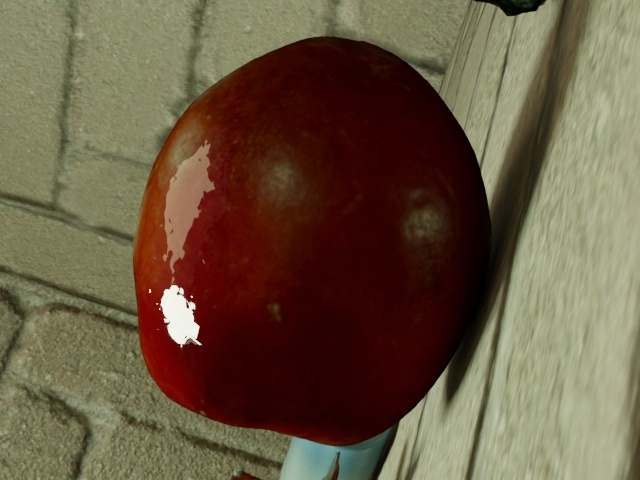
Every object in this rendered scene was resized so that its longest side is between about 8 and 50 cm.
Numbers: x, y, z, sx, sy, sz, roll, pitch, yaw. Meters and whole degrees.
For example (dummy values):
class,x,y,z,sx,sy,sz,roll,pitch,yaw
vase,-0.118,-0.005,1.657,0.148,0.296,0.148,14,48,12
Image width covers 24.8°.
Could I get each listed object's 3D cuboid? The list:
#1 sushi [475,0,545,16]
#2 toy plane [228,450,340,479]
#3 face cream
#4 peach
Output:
class,x,y,z,sx,sy,sz,roll,pitch,yaw
sushi,0.104,-0.284,0.883,0.350,0.170,0.211,101,-175,-73
toy plane,-0.041,0.298,0.958,0.223,0.104,0.326,83,-160,-86
face cream,0.004,0.207,1.257,0.250,0.077,0.077,105,-177,-54
peach,0.000,0.000,0.850,0.243,0.199,0.243,-60,-15,-27
